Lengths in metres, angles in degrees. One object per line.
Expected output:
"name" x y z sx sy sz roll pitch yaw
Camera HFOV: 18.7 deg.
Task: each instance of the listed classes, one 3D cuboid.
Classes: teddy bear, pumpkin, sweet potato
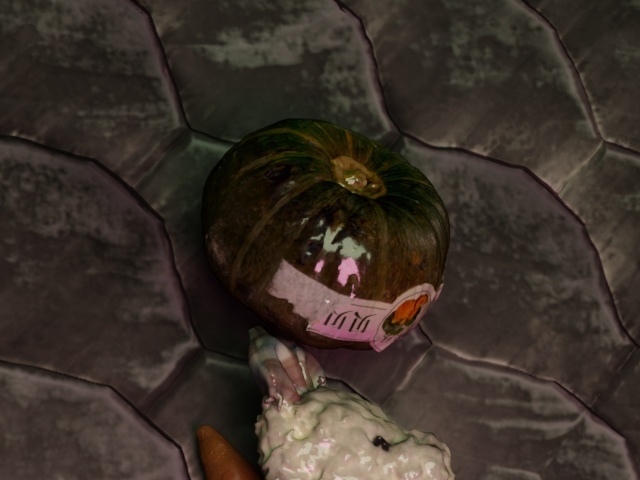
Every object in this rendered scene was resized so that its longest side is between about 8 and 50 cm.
"teddy bear" 0.109 0.260 1.764 0.375 0.327 0.362 -1 83 22
"pumpkin" -0.002 0.002 1.903 0.260 0.189 0.260 26 29 -16
"sweet potato" -0.066 0.263 1.838 0.055 0.058 0.202 -4 67 -48
